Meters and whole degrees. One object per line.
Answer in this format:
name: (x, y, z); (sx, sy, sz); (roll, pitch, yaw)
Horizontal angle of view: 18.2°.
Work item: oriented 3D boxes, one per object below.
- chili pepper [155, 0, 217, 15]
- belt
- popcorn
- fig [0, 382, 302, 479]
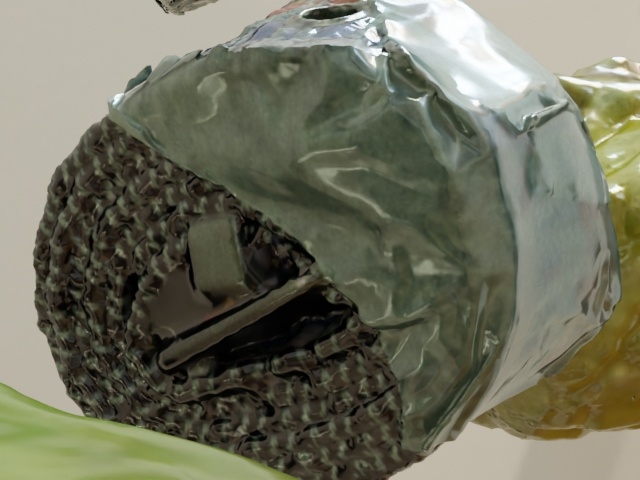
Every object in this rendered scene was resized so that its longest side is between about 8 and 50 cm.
chili pepper: (-0.090, -0.168, 1.188); (0.088, 0.227, 0.059); (32, -90, -2)
belt: (0.000, 0.000, 0.874); (0.207, 0.257, 0.150); (58, -142, -2)
popcorn: (0.120, 0.005, 1.019); (0.225, 0.286, 0.173); (-45, -49, -51)
fig: (-0.044, 0.106, 0.347); (0.275, 0.206, 0.206); (45, -124, 13)
